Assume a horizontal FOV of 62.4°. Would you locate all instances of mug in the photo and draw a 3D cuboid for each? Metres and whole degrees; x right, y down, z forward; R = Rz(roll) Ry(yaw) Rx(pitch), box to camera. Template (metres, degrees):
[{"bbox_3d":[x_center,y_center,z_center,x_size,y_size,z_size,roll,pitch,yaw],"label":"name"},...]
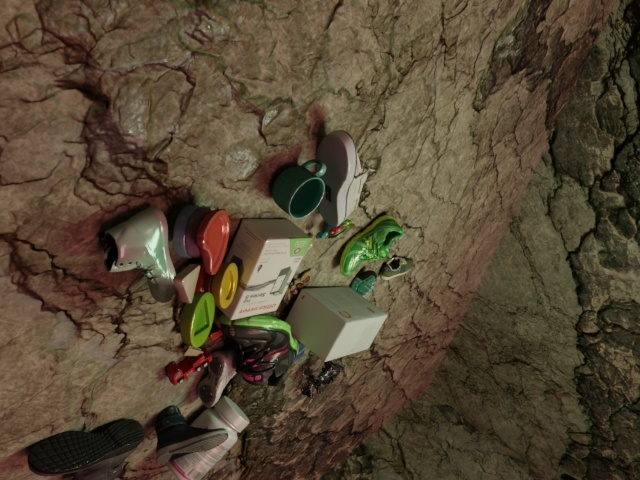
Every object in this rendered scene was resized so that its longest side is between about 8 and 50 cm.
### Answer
[{"bbox_3d":[-0.058,-0.146,1.454,0.158,0.097,0.129,-38,147,-23],"label":"mug"}]

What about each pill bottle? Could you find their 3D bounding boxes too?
[{"bbox_3d":[-0.396,0.697,1.857,0.283,0.160,0.160,-44,149,-11],"label":"pill bottle"}]

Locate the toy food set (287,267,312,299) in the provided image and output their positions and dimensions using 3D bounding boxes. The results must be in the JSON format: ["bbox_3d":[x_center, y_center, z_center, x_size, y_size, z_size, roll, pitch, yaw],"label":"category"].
[{"bbox_3d":[-0.077,0.150,1.834,0.122,0.019,0.078,-39,149,-35],"label":"toy food set"}]

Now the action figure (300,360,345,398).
[{"bbox_3d":[-0.003,0.570,2.275,0.164,0.141,0.275,-19,153,-39],"label":"action figure"}]

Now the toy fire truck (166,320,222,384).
[{"bbox_3d":[-0.383,0.342,1.600,0.192,0.047,0.135,-32,145,-28],"label":"toy fire truck"}]

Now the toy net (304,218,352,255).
[{"bbox_3d":[0.000,0.000,1.677,0.232,0.122,0.045,-33,108,-27],"label":"toy net"}]

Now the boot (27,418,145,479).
[{"bbox_3d":[-0.670,0.640,1.482,0.338,0.118,0.222,10,120,-52],"label":"boot"}]

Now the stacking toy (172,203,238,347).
[{"bbox_3d":[-0.315,0.083,1.262,0.279,0.130,0.309,-68,164,-49],"label":"stacking toy"}]

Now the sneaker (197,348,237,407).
[{"bbox_3d":[-0.329,0.461,1.765,0.115,0.090,0.232,-9,131,-54],"label":"sneaker"}]

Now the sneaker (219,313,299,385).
[{"bbox_3d":[-0.189,0.359,1.703,0.483,0.185,0.202,60,43,-57],"label":"sneaker"}]

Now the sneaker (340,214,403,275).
[{"bbox_3d":[0.187,0.025,1.945,0.295,0.123,0.109,-43,149,-12],"label":"sneaker"}]

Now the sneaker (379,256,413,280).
[{"bbox_3d":[0.342,0.105,2.297,0.192,0.064,0.086,-23,145,-34],"label":"sneaker"}]

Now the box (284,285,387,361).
[{"bbox_3d":[0.062,0.298,1.960,0.345,0.215,0.168,6,115,-59],"label":"box"}]

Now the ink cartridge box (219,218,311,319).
[{"bbox_3d":[-0.174,0.080,1.528,0.198,0.115,0.273,-4,126,-52],"label":"ink cartridge box"}]

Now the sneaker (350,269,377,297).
[{"bbox_3d":[0.160,0.207,2.178,0.223,0.083,0.098,-56,171,17],"label":"sneaker"}]

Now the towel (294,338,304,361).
[{"bbox_3d":[-0.090,0.436,2.115,0.067,0.029,0.119,-33,145,-29],"label":"towel"}]

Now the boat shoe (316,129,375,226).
[{"bbox_3d":[0.087,-0.197,1.559,0.156,0.136,0.367,-35,149,-25],"label":"boat shoe"}]

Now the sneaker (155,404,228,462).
[{"bbox_3d":[-0.418,0.597,1.697,0.226,0.163,0.086,-12,135,-11],"label":"sneaker"}]

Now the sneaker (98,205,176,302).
[{"bbox_3d":[-0.417,0.057,1.194,0.151,0.094,0.256,-31,135,-40],"label":"sneaker"}]
